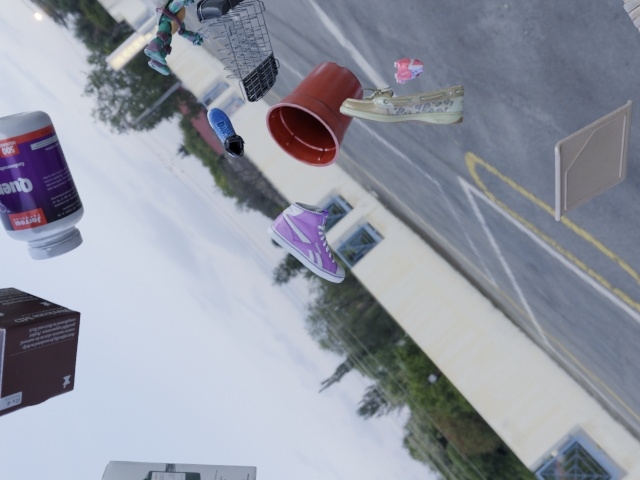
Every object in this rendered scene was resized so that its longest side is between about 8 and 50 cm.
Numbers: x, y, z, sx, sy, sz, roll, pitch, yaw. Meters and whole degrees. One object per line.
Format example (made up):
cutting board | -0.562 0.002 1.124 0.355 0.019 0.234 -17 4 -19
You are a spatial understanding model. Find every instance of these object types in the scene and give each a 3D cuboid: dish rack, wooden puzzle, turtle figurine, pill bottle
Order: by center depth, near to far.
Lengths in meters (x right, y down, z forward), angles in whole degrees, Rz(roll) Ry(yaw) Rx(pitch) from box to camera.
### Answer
wooden puzzle | 0.624 -0.184 1.397 0.044 0.238 0.221 45 162 46
pill bottle | -0.666 -0.125 1.397 0.181 0.181 0.323 -130 25 -66
turtle figurine | -0.352 -0.536 1.495 0.118 0.234 0.175 24 171 13
dish rack | -0.193 -0.494 1.521 0.074 0.208 0.272 3 128 27

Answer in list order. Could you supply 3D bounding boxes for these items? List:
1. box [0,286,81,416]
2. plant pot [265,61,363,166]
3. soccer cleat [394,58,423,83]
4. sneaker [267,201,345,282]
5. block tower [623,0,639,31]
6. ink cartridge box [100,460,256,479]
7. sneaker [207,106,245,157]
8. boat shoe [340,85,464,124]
box | -0.594 0.201 1.143 0.203 0.167 0.168 13 -170 25
plant pot | -0.001 -0.435 2.017 0.272 0.265 0.272 24 152 14
soccer cleat | 0.296 -0.562 1.999 0.248 0.095 0.083 -50 -42 -73
sneaker | 0.000 0.000 1.775 0.282 0.161 0.102 39 -169 -23
block tower | 0.592 -0.463 1.094 0.090 0.097 0.336 -12 -106 -47
ink cartridge box | -0.271 0.542 1.152 0.122 0.289 0.211 -91 4 -64
sneaker | -0.257 -0.298 1.675 0.152 0.058 0.084 65 168 -22
boat shoe | 0.188 -0.317 1.394 0.104 0.285 0.089 -99 11 -73
